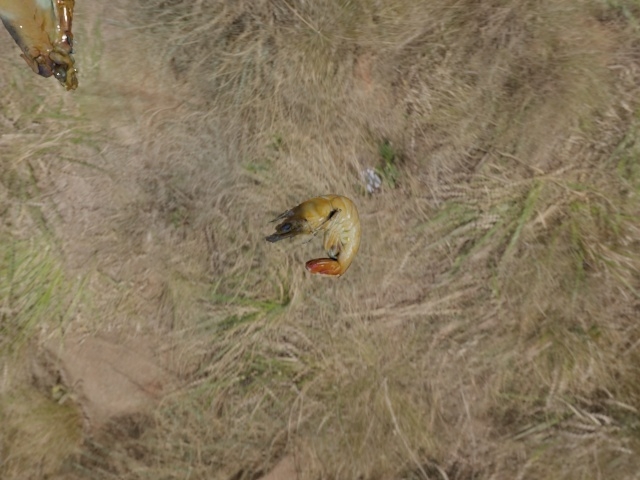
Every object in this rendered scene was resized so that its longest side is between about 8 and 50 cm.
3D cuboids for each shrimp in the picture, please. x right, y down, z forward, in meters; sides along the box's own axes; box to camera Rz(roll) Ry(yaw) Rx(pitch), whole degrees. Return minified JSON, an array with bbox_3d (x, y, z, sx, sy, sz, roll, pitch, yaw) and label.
[{"bbox_3d":[-0.006,0.000,0.889,0.045,0.162,0.095,11,110,36],"label":"shrimp"},{"bbox_3d":[-0.194,-0.181,0.534,0.043,0.091,0.184,22,134,27],"label":"shrimp"}]
